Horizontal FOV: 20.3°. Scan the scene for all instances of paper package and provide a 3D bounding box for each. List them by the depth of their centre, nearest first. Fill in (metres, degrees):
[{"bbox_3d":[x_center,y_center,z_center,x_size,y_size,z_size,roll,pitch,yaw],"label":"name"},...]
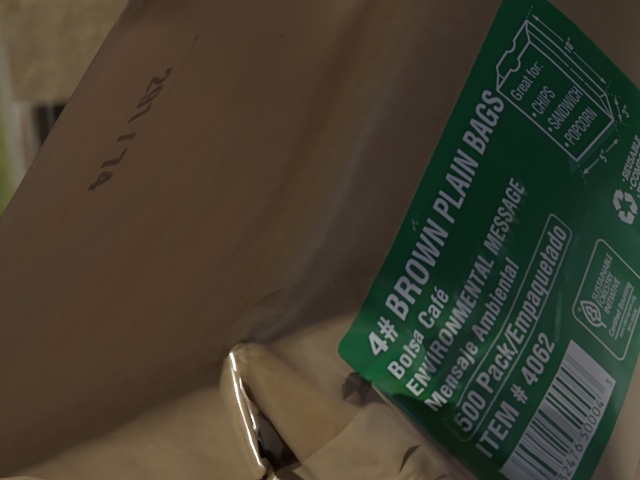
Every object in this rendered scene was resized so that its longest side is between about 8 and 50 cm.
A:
[{"bbox_3d":[0.000,0.000,0.682,0.309,0.168,0.324,-28,-151,48],"label":"paper package"}]
